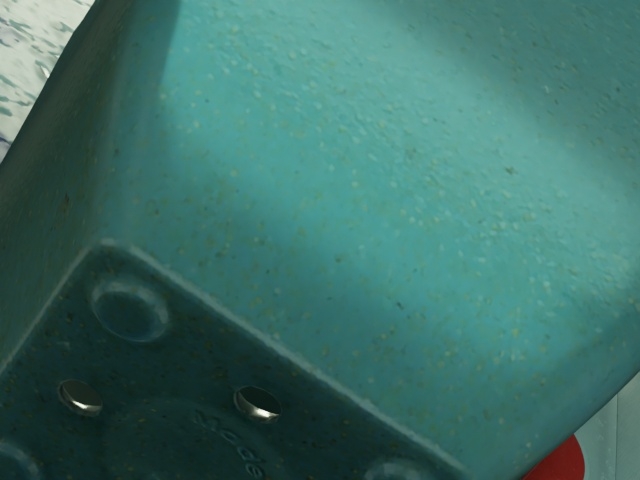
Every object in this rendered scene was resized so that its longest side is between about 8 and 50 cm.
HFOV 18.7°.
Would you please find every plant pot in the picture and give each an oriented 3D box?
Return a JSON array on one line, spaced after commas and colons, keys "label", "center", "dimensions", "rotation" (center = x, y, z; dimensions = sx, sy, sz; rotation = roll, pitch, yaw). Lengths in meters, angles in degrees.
[{"label": "plant pot", "center": [0.000, 0.000, 0.714], "dimensions": [0.248, 0.247, 0.252], "rotation": [34, 44, -7]}]

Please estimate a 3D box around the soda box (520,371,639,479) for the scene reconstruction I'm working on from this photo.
[{"label": "soda box", "center": [0.093, 0.144, 0.750], "dimensions": [0.098, 0.091, 0.286], "rotation": [43, 30, 10]}]
